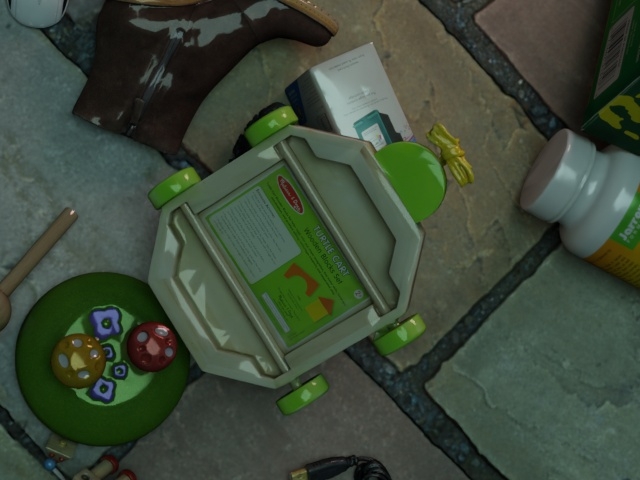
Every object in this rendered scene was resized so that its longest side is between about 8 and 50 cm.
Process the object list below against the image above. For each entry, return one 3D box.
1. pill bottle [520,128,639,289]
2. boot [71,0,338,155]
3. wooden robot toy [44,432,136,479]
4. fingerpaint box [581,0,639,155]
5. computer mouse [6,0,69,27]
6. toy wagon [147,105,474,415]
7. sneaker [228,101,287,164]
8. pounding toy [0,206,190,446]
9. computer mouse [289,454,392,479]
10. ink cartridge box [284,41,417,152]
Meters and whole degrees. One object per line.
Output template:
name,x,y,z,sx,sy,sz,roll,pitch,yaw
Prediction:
pill bottle,0.350,-0.023,1.676,0.245,0.136,0.136,27,81,-9
boot,-0.123,-0.189,1.629,0.248,0.090,0.207,18,94,-12
wooden robot toy,-0.230,0.277,1.572,0.173,0.076,0.079,37,119,16
fingerpaint box,0.523,-0.267,1.664,0.371,0.163,0.445,22,66,-10
computer mouse,-0.290,-0.322,1.608,0.106,0.042,0.193,4,85,-13
toy wagon,0.000,0.000,1.524,0.344,0.068,0.267,-32,90,11
sneaker,-0.056,-0.037,1.626,0.087,0.083,0.221,8,93,-18
pounding toy,-0.232,0.097,1.546,0.183,0.110,0.237,-44,96,-18
computer mouse,-0.013,0.336,1.609,0.262,0.060,0.184,-19,91,-13
ink cartridge box,0.053,-0.081,1.617,0.078,0.134,0.231,-25,92,-13
